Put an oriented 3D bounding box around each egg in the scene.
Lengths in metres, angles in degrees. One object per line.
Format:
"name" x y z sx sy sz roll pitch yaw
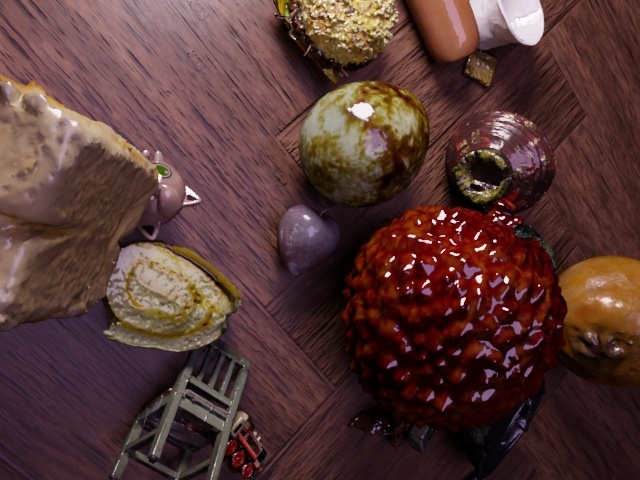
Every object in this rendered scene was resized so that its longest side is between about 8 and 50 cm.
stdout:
"egg" 0.094 -0.192 1.025 0.289 0.238 0.238 -29 104 -31

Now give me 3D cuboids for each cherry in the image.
"cherry" -0.001 0.007 1.060 0.188 0.115 0.148 24 64 -28

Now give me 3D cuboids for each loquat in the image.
"loquat" 0.700 0.195 1.262 0.328 0.328 0.328 -1 93 -24

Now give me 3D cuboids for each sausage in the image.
"sausage" 0.246 -0.540 1.136 0.121 0.121 0.304 -33 106 -19

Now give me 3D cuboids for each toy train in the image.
"toy train" -0.155 0.408 1.037 0.087 0.050 0.138 -44 120 -33

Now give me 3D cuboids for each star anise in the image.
"star anise" 0.166 0.376 1.177 0.140 0.158 0.144 32 46 -31

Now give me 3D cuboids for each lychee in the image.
"lychee" 0.254 0.116 1.012 0.424 0.424 0.500 26 86 -23

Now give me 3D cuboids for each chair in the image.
"chair" -0.250 0.326 0.969 0.136 0.147 0.270 40 34 -23

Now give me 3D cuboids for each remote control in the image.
"remote control" 0.290 0.348 1.195 0.285 0.038 0.123 -50 151 -22

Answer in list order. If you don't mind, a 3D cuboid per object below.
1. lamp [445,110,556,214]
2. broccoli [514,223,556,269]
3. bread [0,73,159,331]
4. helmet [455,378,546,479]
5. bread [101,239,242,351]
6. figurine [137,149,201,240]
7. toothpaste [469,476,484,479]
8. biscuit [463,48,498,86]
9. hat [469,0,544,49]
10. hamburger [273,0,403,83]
"lamp" 0.392 -0.168 1.160 0.247 0.247 0.247 -1 93 -24
"broccoli" 0.452 0.047 1.262 0.220 0.194 0.194 17 85 -47
"bread" -0.448 -0.072 0.669 0.371 0.390 0.279 21 84 -5
"helmet" 0.395 0.402 1.220 0.230 0.160 0.279 11 111 -56
"bread" -0.273 0.103 0.942 0.257 0.124 0.186 24 89 -24
"figurine" -0.296 -0.083 0.916 0.125 0.125 0.138 -42 85 -16
"toothpaste" 0.249 0.690 1.232 0.392 0.061 0.098 -22 101 -24
"biscuit" 0.386 -0.421 1.259 0.083 0.018 0.081 19 85 -23
"hat" 0.404 -0.514 1.193 0.203 0.126 0.203 11 73 -39
"hamburger" 0.039 -0.454 1.039 0.243 0.139 0.261 46 74 -20
